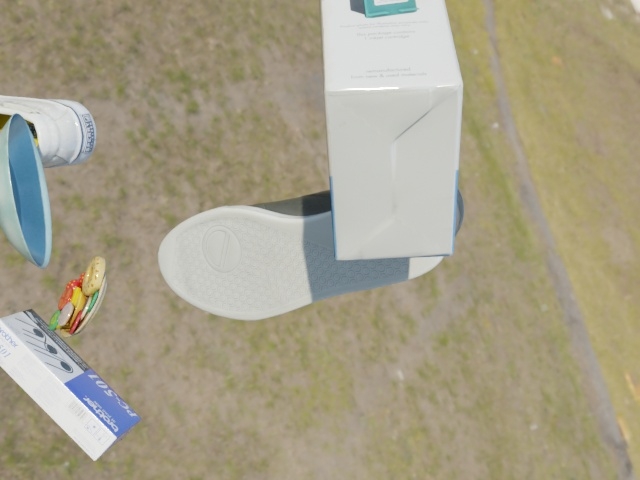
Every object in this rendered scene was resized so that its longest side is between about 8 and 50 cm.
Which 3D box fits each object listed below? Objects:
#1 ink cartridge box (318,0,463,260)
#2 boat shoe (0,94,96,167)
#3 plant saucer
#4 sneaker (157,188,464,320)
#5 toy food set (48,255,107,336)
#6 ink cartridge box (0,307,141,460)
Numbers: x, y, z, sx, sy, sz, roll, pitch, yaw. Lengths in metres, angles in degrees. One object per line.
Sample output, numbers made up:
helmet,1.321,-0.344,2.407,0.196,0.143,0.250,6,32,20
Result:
ink cartridge box,0.040,-0.114,0.652,0.231,0.078,0.134,-92,178,-46
boat shoe,-0.509,-0.142,1.429,0.156,0.367,0.136,-19,111,-59
plant saucer,-0.373,-0.058,1.230,0.195,0.037,0.195,170,-90,-87
sneaker,0.000,0.000,0.920,0.147,0.295,0.105,-25,103,-62
toy food set,-0.239,0.059,0.993,0.020,0.083,0.083,30,57,-30
ink cartridge box,-0.326,0.178,1.257,0.207,0.046,0.097,45,9,3
